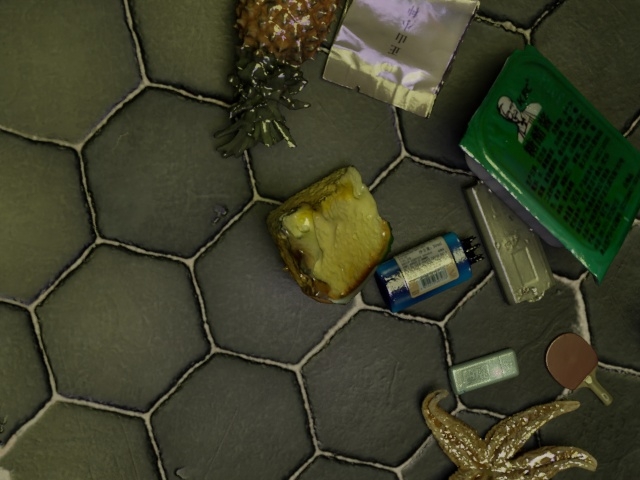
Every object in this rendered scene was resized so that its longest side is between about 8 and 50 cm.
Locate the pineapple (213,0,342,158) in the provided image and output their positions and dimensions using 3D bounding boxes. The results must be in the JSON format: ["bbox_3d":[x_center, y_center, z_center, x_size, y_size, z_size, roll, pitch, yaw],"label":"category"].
[{"bbox_3d":[-0.078,-0.278,1.782,0.169,0.169,0.341,18,97,-14],"label":"pineapple"}]

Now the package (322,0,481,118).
[{"bbox_3d":[0.135,-0.345,1.874,0.203,0.062,0.251,20,103,-15],"label":"package"}]

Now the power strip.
[{"bbox_3d":[0.311,-0.022,1.951,0.092,0.034,0.268,-24,100,-10],"label":"power strip"}]

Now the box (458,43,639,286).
[{"bbox_3d":[0.364,-0.118,1.893,0.336,0.106,0.264,42,57,-13],"label":"box"}]

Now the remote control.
[{"bbox_3d":[0.277,0.221,1.974,0.124,0.018,0.053,-17,98,-12],"label":"remote control"}]

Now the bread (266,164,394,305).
[{"bbox_3d":[-0.008,0.005,1.827,0.174,0.133,0.251,61,37,-14],"label":"bread"}]

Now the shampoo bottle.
[{"bbox_3d":[0.182,0.045,1.918,0.183,0.050,0.087,-24,98,-10],"label":"shampoo bottle"}]

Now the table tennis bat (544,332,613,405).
[{"bbox_3d":[0.451,0.227,2.020,0.156,0.013,0.087,45,82,-11],"label":"table tennis bat"}]

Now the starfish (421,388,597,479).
[{"bbox_3d":[0.285,0.381,1.947,0.327,0.094,0.375,39,72,0],"label":"starfish"}]
